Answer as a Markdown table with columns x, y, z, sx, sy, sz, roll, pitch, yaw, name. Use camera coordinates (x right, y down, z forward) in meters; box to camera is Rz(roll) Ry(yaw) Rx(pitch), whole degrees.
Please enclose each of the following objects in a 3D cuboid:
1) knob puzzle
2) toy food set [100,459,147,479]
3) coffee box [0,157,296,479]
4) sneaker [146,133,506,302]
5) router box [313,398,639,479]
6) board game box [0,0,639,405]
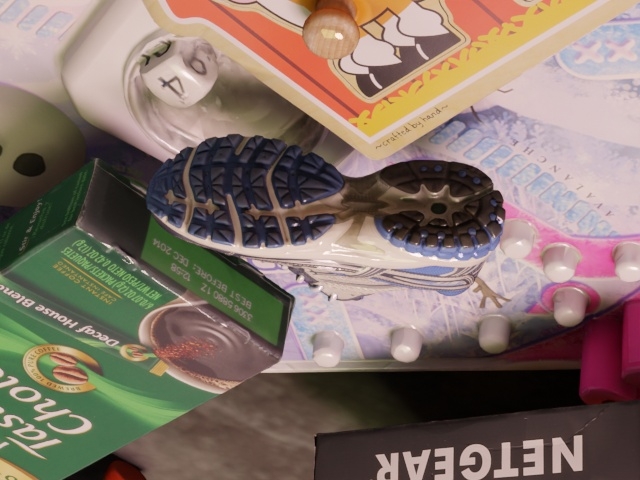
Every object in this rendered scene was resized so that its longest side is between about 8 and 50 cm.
| x | y | z | sx | sy | sz | roll | pitch | yaw | name |
| --- | --- | --- | --- | --- | --- | --- | --- | --- | --- |
| 0.007 | -0.109 | 0.599 | 0.213 | 0.030 | 0.213 | 7 | 140 | 6 | knob puzzle |
| -0.192 | 0.138 | 0.925 | 0.232 | 0.111 | 0.104 | 29 | 104 | -31 | toy food set |
| -0.112 | 0.044 | 0.802 | 0.113 | 0.040 | 0.184 | 37 | 134 | -28 | coffee box |
| 0.000 | 0.000 | 0.716 | 0.135 | 0.052 | 0.058 | 9 | 145 | 4 | sneaker |
| 0.105 | 0.111 | 0.851 | 0.179 | 0.046 | 0.133 | -11 | 159 | 38 | router box |
| -0.037 | -0.054 | 0.739 | 0.390 | 0.050 | 0.390 | -2 | 139 | 15 | board game box |
